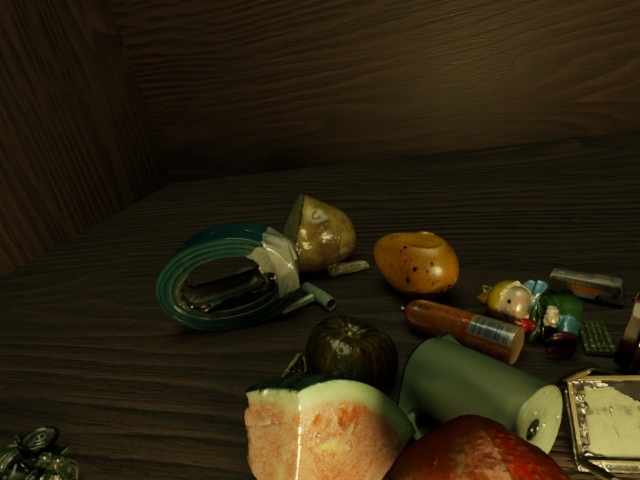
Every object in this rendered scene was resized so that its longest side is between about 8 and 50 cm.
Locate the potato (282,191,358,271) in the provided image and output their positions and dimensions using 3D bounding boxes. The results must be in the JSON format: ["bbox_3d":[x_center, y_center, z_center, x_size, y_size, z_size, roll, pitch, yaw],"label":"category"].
[{"bbox_3d":[0.000,0.000,1.502,0.237,0.301,0.288,15,-10,-17],"label":"potato"}]

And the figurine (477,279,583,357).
[{"bbox_3d":[0.497,0.181,1.008,0.234,0.127,0.185,14,48,27],"label":"figurine"}]

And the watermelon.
[{"bbox_3d":[0.016,0.348,0.711,0.250,0.283,0.293,-34,48,8],"label":"watermelon"}]

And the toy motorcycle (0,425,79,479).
[{"bbox_3d":[-0.597,0.486,0.782,0.205,0.127,0.275,1,23,19],"label":"toy motorcycle"}]

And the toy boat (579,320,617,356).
[{"bbox_3d":[0.635,0.225,0.953,0.063,0.016,0.115,-2,25,21],"label":"toy boat"}]

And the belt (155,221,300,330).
[{"bbox_3d":[-0.276,0.109,1.265,0.436,0.300,0.173,-15,24,2],"label":"belt"}]

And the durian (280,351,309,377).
[{"bbox_3d":[-0.063,0.328,0.943,0.071,0.110,0.140,32,44,24],"label":"durian"}]

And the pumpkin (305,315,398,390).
[{"bbox_3d":[0.067,0.274,0.943,0.219,0.162,0.219,13,14,-3],"label":"pumpkin"}]

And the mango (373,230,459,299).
[{"bbox_3d":[0.276,0.074,1.238,0.160,0.191,0.290,-20,28,-36],"label":"mango"}]

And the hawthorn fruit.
[{"bbox_3d":[0.227,0.375,0.497,0.254,0.254,0.300,-16,12,-12],"label":"hawthorn fruit"}]

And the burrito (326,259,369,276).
[{"bbox_3d":[0.097,0.094,1.460,0.149,0.041,0.055,-11,37,-9],"label":"burrito"}]

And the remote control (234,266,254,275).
[{"bbox_3d":[-0.292,0.162,1.504,0.077,0.022,0.245,-6,24,7],"label":"remote control"}]

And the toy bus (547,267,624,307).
[{"bbox_3d":[0.700,0.121,1.091,0.172,0.072,0.057,10,27,38],"label":"toy bus"}]

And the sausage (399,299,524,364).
[{"bbox_3d":[0.330,0.212,1.028,0.312,0.093,0.093,12,33,43],"label":"sausage"}]

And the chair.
[{"bbox_3d":[0.508,0.298,0.690,0.188,0.166,0.272,-6,-18,14],"label":"chair"}]

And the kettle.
[{"bbox_3d":[0.268,0.311,0.769,0.240,0.165,0.255,-51,36,-14],"label":"kettle"}]

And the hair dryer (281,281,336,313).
[{"bbox_3d":[-0.064,0.206,1.291,0.183,0.044,0.155,-29,28,-25],"label":"hair dryer"}]

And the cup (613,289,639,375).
[{"bbox_3d":[0.715,0.212,0.758,0.279,0.196,0.196,23,40,38],"label":"cup"}]
